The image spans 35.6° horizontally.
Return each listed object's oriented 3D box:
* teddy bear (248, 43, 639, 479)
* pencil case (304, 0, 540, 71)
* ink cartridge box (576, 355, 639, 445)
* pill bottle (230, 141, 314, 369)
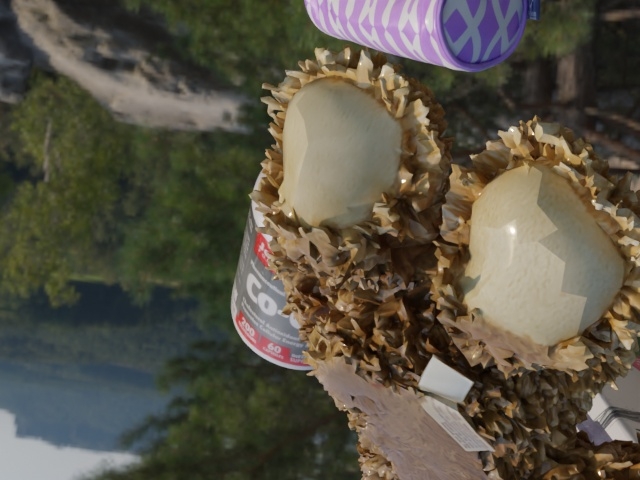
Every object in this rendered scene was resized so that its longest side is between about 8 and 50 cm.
[{"bbox_3d":[0.073,0.048,0.465,0.245,0.113,0.338,12,143,39],"label":"teddy bear"},{"bbox_3d":[0.066,-0.185,0.761,0.086,0.088,0.206,-21,-153,-26],"label":"pencil case"},{"bbox_3d":[0.330,0.217,1.031,0.172,0.100,0.237,17,-155,-25],"label":"ink cartridge box"},{"bbox_3d":[0.000,0.000,1.039,0.161,0.161,0.283,9,142,-6],"label":"pill bottle"}]
